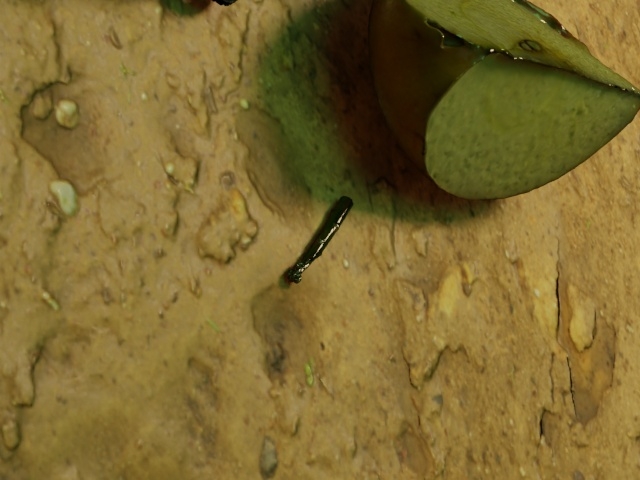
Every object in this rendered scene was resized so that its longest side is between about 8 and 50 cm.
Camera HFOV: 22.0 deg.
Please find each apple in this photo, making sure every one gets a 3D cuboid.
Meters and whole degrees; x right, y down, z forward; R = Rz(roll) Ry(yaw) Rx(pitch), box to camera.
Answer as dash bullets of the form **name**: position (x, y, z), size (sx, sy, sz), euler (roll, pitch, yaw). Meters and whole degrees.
- **apple**: position (0.175, -0.168, 1.688), size (0.346, 0.179, 0.254), euler (4, 84, -47)

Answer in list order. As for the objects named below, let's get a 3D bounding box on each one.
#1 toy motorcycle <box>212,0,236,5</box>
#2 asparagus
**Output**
- **toy motorcycle**: position (-0.146, -0.279, 1.473), size (0.213, 0.082, 0.122), euler (9, 67, -57)
- **asparagus**: position (0.000, 0.000, 1.556), size (0.018, 0.015, 0.127), euler (45, 46, -12)
